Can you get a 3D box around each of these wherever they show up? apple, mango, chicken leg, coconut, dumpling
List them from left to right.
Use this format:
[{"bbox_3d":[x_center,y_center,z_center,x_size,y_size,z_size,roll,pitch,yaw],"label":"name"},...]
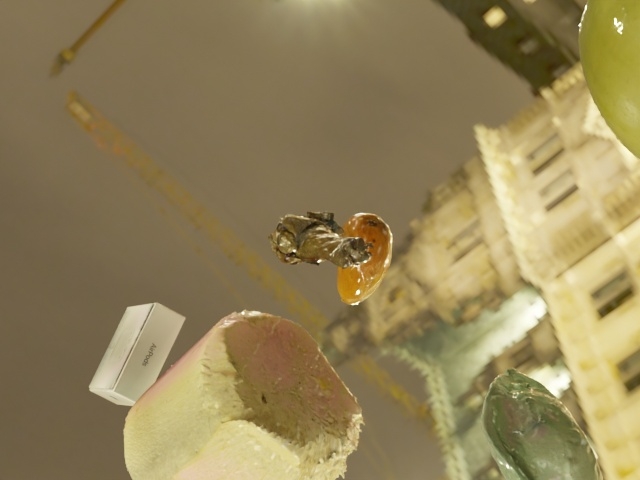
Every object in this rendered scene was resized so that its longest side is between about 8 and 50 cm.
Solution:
[{"bbox_3d":[-0.093,0.219,1.450,0.233,0.245,0.233,26,-141,-23],"label":"coconut"},{"bbox_3d":[-0.008,0.001,1.942,0.125,0.080,0.196,-4,-171,-16],"label":"chicken leg"},{"bbox_3d":[0.069,0.036,2.074,0.084,0.159,0.105,6,-153,9],"label":"mango"},{"bbox_3d":[0.246,0.228,1.486,0.149,0.105,0.216,63,-178,-57],"label":"dumpling"},{"bbox_3d":[0.413,-0.197,1.455,0.295,0.233,0.257,13,-145,-46],"label":"apple"}]

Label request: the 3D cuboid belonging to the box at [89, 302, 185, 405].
[{"bbox_3d":[-0.247,0.152,1.752,0.051,0.129,0.130,29,-106,-19],"label":"box"}]
